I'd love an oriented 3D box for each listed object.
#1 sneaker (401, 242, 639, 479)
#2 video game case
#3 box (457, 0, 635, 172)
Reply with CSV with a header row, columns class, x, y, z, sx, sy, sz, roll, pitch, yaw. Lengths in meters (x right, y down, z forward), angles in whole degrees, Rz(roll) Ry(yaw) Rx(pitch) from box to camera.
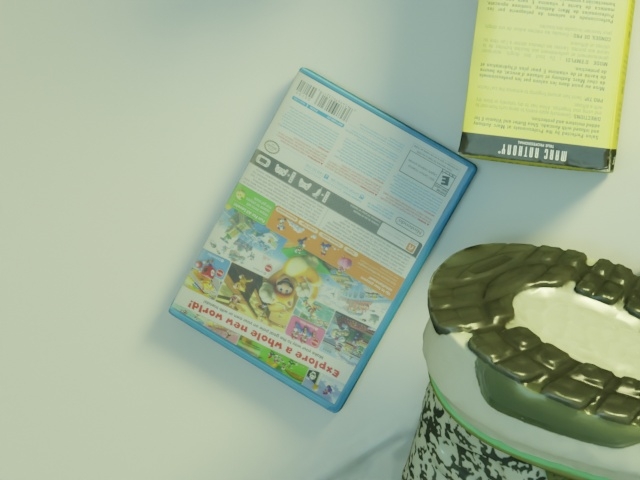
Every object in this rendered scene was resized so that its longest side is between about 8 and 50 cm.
class,x,y,z,sx,sy,sz,roll,pitch,yaw
sneaker,0.222,0.158,0.907,0.410,0.158,0.182,29,129,8
video game case,0.000,0.000,0.984,0.119,0.015,0.166,30,98,9
box,0.133,-0.156,0.925,0.087,0.058,0.232,6,95,12
